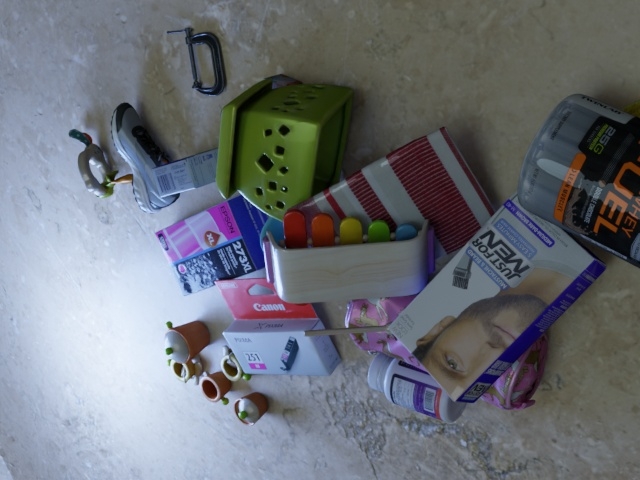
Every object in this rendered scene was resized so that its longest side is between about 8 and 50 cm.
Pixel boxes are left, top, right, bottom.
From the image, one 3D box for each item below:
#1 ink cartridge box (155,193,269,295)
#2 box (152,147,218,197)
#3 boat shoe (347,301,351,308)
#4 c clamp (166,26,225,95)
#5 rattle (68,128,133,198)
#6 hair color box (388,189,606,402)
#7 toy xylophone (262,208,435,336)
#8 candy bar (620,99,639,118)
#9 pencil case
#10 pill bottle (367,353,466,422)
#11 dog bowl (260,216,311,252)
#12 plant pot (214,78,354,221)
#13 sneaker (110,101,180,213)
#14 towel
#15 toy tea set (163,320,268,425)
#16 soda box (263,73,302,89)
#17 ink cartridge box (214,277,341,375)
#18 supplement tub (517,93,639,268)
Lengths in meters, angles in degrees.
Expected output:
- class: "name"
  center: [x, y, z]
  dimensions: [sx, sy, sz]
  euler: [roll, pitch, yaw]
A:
- class: "ink cartridge box"
  center: [-0.228, 0.006, 2.056]
  dimensions: [0.370, 0.069, 0.176]
  euler: [-20, 95, 40]
- class: "box"
  center: [-0.284, -0.156, 1.979]
  dimensions: [0.126, 0.137, 0.072]
  euler: [-10, 100, 41]
- class: "boat shoe"
  center: [0.092, 0.174, 1.884]
  dimensions: [0.100, 0.035, 0.035]
  euler: [39, 125, 12]
- class: "c clamp"
  center: [-0.269, -0.398, 1.950]
  dimensions: [0.137, 0.022, 0.161]
  euler: [-4, 104, 34]
- class: "rattle"
  center: [-0.542, -0.218, 2.212]
  dimensions: [0.142, 0.130, 0.200]
  euler: [-30, 61, 31]
- class: "hair color box"
  center: [0.303, 0.101, 1.524]
  dimensions: [0.339, 0.110, 0.185]
  euler: [-49, 62, 13]
- class: "toy xylophone"
  center: [0.052, 0.063, 1.605]
  dimensions: [0.322, 0.081, 0.236]
  euler: [3, 121, -2]
- class: "candy bar"
  center: [0.531, -0.218, 1.379]
  dimensions: [0.161, 0.018, 0.040]
  euler: [-32, 90, 42]
- class: "pencil case"
  center: [0.242, 0.188, 1.687]
  dimensions: [0.386, 0.160, 0.167]
  euler: [20, 141, 31]
- class: "pill bottle"
  center: [0.198, 0.294, 1.798]
  dimensions: [0.193, 0.108, 0.108]
  euler: [14, 116, 34]
- class: "dog bowl"
  center: [0.000, 0.000, 1.791]
  dimensions: [0.297, 0.166, 0.074]
  euler: [6, 150, 38]
- class: "plant pot"
  center: [-0.075, -0.184, 1.705]
  dimensions: [0.207, 0.227, 0.228]
  euler: [15, 119, 12]
- class: "sneaker"
  center: [-0.414, -0.204, 2.104]
  dimensions: [0.108, 0.100, 0.272]
  euler: [-16, 101, 27]
- class: "towel"
  center: [0.136, -0.044, 1.610]
  dimensions: [0.329, 0.037, 0.237]
  euler: [-28, 118, 16]
- class: "toy tea set"
  center: [-0.278, 0.338, 2.188]
  dimensions: [0.336, 0.124, 0.200]
  euler: [25, 122, 29]
- class: "soda box"
  center: [-0.089, -0.251, 1.837]
  dimensions: [0.063, 0.058, 0.183]
  euler: [26, 122, 28]
- class: "ink cartridge box"
  center: [-0.114, 0.198, 2.006]
  dimensions: [0.275, 0.060, 0.239]
  euler: [-5, 121, 40]
- class: "supplement tub"
  center: [0.493, -0.071, 1.344]
  dimensions: [0.338, 0.207, 0.207]
  euler: [30, 124, 26]
